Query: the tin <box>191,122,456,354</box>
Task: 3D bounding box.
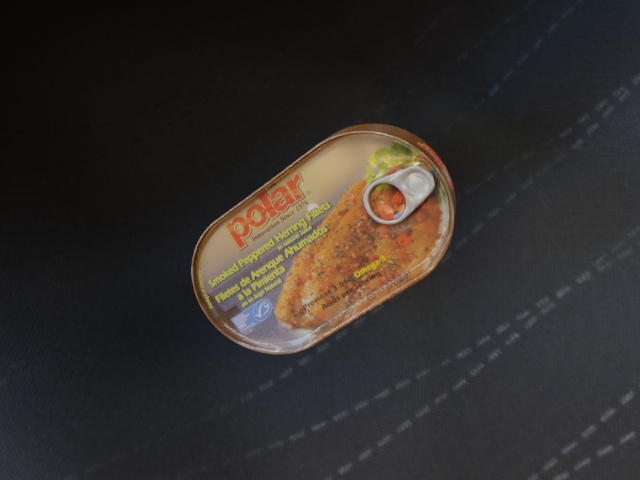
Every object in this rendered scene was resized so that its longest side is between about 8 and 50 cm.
[{"bbox_3d":[0.000,0.000,0.541,0.190,0.040,0.106,-33,103,24],"label":"tin"}]
